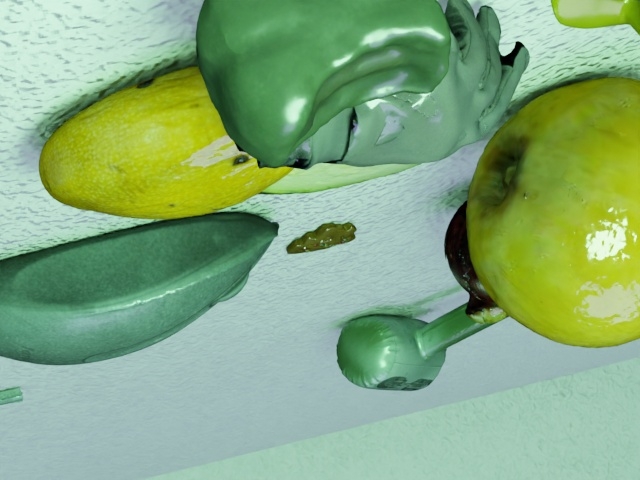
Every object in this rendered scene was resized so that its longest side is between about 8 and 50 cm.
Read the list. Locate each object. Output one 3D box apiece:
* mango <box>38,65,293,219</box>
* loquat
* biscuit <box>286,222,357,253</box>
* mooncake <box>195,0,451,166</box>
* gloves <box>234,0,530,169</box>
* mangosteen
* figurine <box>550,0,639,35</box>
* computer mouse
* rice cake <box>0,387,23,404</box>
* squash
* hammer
[{"bbox_3d":[-0.121,-0.072,1.255,0.262,0.109,0.157,-21,167,26],"label":"mango"},{"bbox_3d":[0.284,-0.027,1.545,0.275,0.275,0.275,-15,165,-4],"label":"loquat"},{"bbox_3d":[0.000,0.000,1.837,0.092,0.016,0.082,-21,165,15],"label":"biscuit"},{"bbox_3d":[0.002,-0.133,1.044,0.168,0.175,0.104,29,163,-2],"label":"mooncake"},{"bbox_3d":[0.053,-0.110,1.182,0.285,0.119,0.142,-26,155,-32],"label":"gloves"},{"bbox_3d":[0.234,0.025,1.830,0.166,0.180,0.166,-15,-167,4],"label":"mangosteen"},{"bbox_3d":[0.315,-0.175,1.070,0.204,0.338,0.283,-21,132,-7],"label":"figurine"},{"bbox_3d":[-0.213,0.064,1.659,0.374,0.114,0.203,-14,165,-10],"label":"computer mouse"},{"bbox_3d":[-0.484,0.233,2.186,0.121,0.021,0.022,-12,155,-13],"label":"rice cake"},{"bbox_3d":[0.013,-0.096,1.463,0.219,0.041,0.219,-10,165,-3],"label":"squash"},{"bbox_3d":[0.197,0.128,2.364,0.335,0.119,0.206,-30,161,25],"label":"hammer"}]
